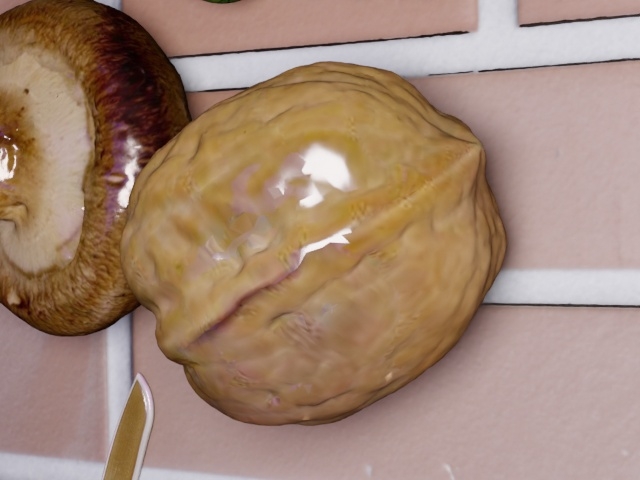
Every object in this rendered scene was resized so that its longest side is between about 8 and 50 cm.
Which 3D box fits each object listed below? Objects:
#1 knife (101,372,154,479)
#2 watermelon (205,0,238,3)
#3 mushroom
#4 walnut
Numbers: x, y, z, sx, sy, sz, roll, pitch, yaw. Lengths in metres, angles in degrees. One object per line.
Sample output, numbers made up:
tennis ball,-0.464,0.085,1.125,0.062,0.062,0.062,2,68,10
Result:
knife,-0.223,0.269,1.493,0.046,0.022,0.256,20,101,32
watermelon,-0.110,-0.325,1.352,0.140,0.140,0.187,-32,65,26
mushroom,-0.264,-0.084,1.416,0.345,0.239,0.345,6,111,16
walnut,0.002,-0.001,1.213,0.344,0.306,0.306,-27,78,28
